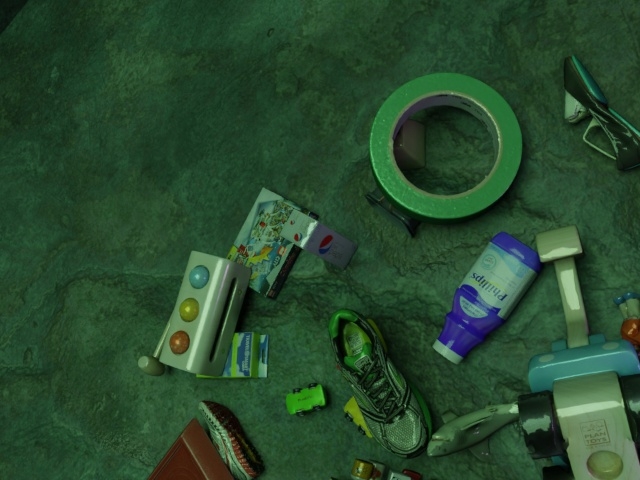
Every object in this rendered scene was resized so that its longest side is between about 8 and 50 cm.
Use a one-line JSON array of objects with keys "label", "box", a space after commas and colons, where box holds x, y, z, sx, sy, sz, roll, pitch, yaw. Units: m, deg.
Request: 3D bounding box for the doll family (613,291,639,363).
[{"label": "doll family", "box": [0.643, 0.149, 1.442, 0.118, 0.263, 0.163, 7, 62, -10]}]

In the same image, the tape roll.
[{"label": "tape roll", "box": [0.265, -0.196, 1.723, 0.321, 0.077, 0.321, -1, 80, 4]}]

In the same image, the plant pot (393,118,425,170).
[{"label": "plant pot", "box": [0.173, -0.225, 1.835, 0.109, 0.096, 0.109, -6, 74, 25]}]

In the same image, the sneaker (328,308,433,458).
[{"label": "sneaker", "box": [0.105, 0.291, 1.642, 0.134, 0.146, 0.343, -35, 66, 6]}]

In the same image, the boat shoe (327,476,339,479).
[{"label": "boat shoe", "box": [0.101, 0.614, 1.633, 0.302, 0.113, 0.103, 39, 90, 29]}]

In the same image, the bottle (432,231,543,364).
[{"label": "bottle", "box": [0.337, 0.123, 1.655, 0.118, 0.092, 0.283, 37, 95, 28]}]

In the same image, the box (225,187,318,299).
[{"label": "box", "box": [-0.126, 0.006, 1.957, 0.159, 0.044, 0.233, 28, 90, 31]}]

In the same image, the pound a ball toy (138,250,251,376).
[{"label": "pound a ball toy", "box": [-0.320, 0.186, 1.909, 0.208, 0.136, 0.319, 13, 83, 31]}]

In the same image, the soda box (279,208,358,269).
[{"label": "soda box", "box": [0.000, 0.000, 1.793, 0.074, 0.216, 0.069, 29, 90, 30]}]

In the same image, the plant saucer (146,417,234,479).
[{"label": "plant saucer", "box": [-0.303, 0.588, 1.846, 0.258, 0.048, 0.259, 51, 118, 28]}]

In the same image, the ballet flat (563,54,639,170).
[{"label": "ballet flat", "box": [0.562, -0.257, 1.647, 0.096, 0.095, 0.280, -43, 61, 25]}]

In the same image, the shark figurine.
[{"label": "shark figurine", "box": [0.347, 0.383, 1.596, 0.278, 0.166, 0.116, -18, 94, 4]}]

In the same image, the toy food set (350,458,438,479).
[{"label": "toy food set", "box": [0.164, 0.520, 1.617, 0.232, 0.111, 0.104, 17, 84, -1]}]

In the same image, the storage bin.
[{"label": "storage bin", "box": [0.179, -0.090, 1.803, 0.135, 0.098, 0.091, 39, 85, 30]}]

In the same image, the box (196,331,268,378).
[{"label": "box", "box": [-0.212, 0.277, 1.930, 0.178, 0.042, 0.109, -6, 74, 27]}]

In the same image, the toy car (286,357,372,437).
[{"label": "toy car", "box": [0.030, 0.336, 1.781, 0.225, 0.053, 0.239, -21, 67, 22]}]

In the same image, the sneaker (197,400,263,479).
[{"label": "sneaker", "box": [-0.229, 0.467, 1.860, 0.093, 0.088, 0.225, -43, 61, 13]}]

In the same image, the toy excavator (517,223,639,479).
[{"label": "toy excavator", "box": [0.472, 0.227, 1.442, 0.222, 0.445, 0.432, -15, 103, 17]}]
